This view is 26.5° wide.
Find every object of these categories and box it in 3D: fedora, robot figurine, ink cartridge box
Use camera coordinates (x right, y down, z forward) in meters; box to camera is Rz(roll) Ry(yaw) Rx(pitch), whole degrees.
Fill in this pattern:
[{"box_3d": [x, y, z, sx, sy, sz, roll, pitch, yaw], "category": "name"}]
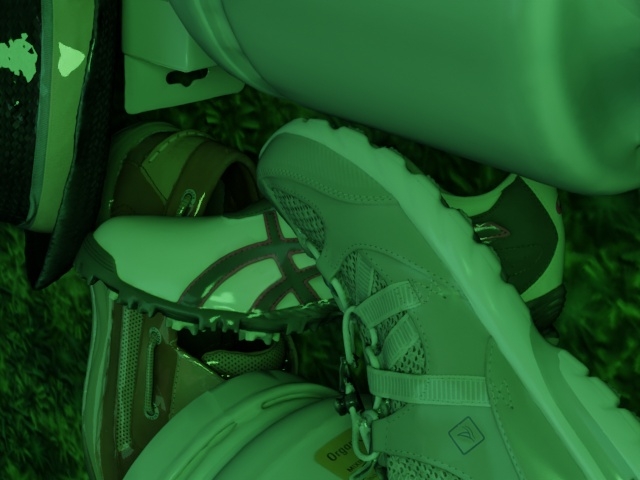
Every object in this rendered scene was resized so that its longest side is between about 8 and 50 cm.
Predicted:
[{"box_3d": [-0.223, -0.136, 0.837, 0.334, 0.152, 0.334, -178, 90, -69], "category": "fedora"}, {"box_3d": [0.063, -0.141, 0.599, 0.353, 0.200, 0.300, 22, 151, 38], "category": "robot figurine"}, {"box_3d": [-0.057, -0.160, 0.783, 0.060, 0.104, 0.180, 20, 117, 39], "category": "ink cartridge box"}]

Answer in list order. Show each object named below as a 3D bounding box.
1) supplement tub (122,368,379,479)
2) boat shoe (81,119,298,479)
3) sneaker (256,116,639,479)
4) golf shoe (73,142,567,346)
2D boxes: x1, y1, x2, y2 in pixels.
[{"box_3d": [0.051, 0.218, 0.703, 0.316, 0.228, 0.228, 27, 121, 37], "category": "supplement tub"}, {"box_3d": [-0.079, 0.087, 0.874, 0.116, 0.123, 0.324, 6, 108, 42], "category": "boat shoe"}, {"box_3d": [0.043, 0.057, 0.597, 0.115, 0.105, 0.281, -39, 61, 0], "category": "sneaker"}, {"box_3d": [0.000, 0.000, 0.746, 0.273, 0.105, 0.120, 7, 98, 13], "category": "golf shoe"}]
